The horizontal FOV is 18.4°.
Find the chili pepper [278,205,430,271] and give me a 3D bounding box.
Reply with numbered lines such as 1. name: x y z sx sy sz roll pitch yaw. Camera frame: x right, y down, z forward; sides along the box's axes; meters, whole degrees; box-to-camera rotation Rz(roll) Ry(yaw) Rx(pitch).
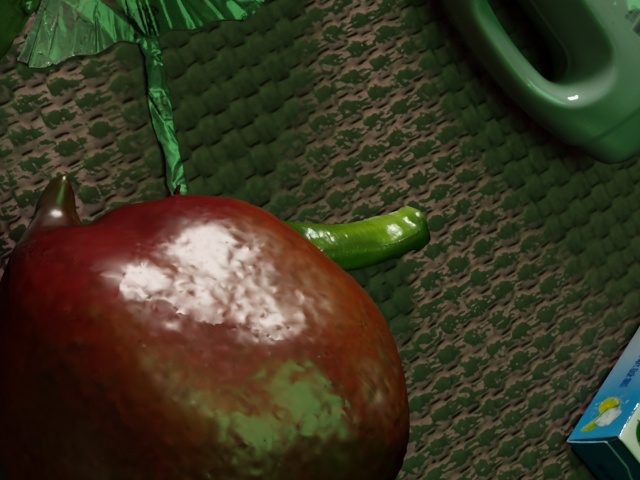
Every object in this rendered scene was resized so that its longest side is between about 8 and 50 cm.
1. chili pepper: 0.000 0.000 1.559 0.201 0.050 0.052 -1 68 -37

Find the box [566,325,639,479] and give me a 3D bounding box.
1. box: 0.323 0.151 1.747 0.139 0.073 0.194 49 61 -20

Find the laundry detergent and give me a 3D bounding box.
1. laundry detergent: 0.178 -0.272 1.666 0.398 0.124 0.264 37 82 -23

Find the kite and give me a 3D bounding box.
1. kite: -0.131 -0.156 1.513 0.229 0.012 0.250 -16 94 -34

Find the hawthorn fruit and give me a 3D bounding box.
1. hawthorn fruit: -0.089 0.116 1.353 0.311 0.295 0.295 31 68 -26

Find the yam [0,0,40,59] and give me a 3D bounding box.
1. yam: -0.303 -0.241 1.295 0.300 0.195 0.195 25 70 -31
